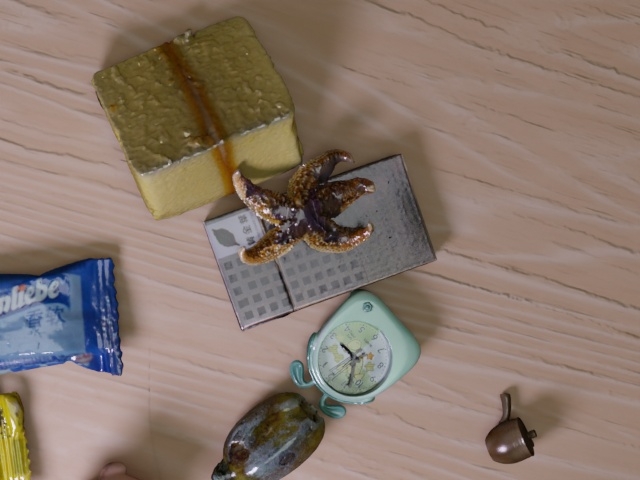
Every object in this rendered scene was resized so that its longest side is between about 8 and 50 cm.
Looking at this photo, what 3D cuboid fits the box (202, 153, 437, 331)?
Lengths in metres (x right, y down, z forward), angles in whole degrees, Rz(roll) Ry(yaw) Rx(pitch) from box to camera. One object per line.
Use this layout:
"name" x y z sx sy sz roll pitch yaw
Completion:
"box" 0.000 0.001 1.820 0.325 0.047 0.180 -20 95 -8

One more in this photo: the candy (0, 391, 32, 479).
"candy" -0.577 0.322 1.728 0.297 0.081 0.187 -6 92 -9

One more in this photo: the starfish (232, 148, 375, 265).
"starfish" -0.034 -0.045 1.752 0.216 0.071 0.238 45 69 -8

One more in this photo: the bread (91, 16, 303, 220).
"bread" -0.183 -0.186 1.769 0.264 0.198 0.236 -23 65 -11

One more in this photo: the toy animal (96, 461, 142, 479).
"toy animal" -0.303 0.437 1.738 0.171 0.171 0.197 29 128 -9

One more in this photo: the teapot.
"teapot" 0.302 0.302 1.887 0.080 0.085 0.110 -24 67 15

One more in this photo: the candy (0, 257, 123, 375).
"candy" -0.463 0.127 1.743 0.331 0.077 0.187 -7 87 -9

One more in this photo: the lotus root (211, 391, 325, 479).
"lotus root" -0.085 0.314 1.804 0.192 0.088 0.113 -37 82 -5

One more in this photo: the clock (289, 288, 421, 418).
"clock" 0.048 0.178 1.830 0.188 0.060 0.148 -41 99 -4
